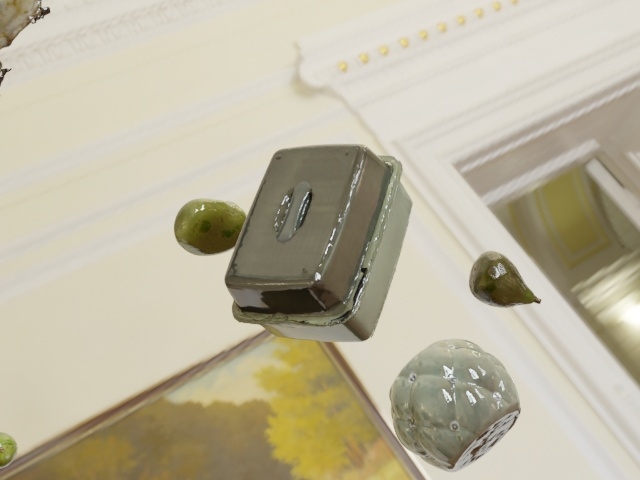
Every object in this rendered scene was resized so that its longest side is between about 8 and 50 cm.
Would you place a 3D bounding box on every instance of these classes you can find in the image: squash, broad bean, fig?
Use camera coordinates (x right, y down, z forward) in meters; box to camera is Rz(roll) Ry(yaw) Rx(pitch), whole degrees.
[{"bbox_3d":[-0.599,0.385,1.686,0.066,0.066,0.201,-20,-5,-38],"label":"squash"},{"bbox_3d":[-0.218,-0.028,1.852,0.174,0.082,0.124,1,-63,-45],"label":"broad bean"},{"bbox_3d":[0.402,0.103,2.034,0.177,0.117,0.117,33,-64,-23],"label":"fig"}]

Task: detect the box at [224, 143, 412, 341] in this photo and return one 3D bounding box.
[{"bbox_3d":[0.000,0.000,1.358,0.166,0.220,0.290,48,-129,-45],"label":"box"}]

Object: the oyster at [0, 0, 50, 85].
[{"bbox_3d":[-0.541,-0.341,1.476,0.198,0.133,0.337,6,-77,-33],"label":"oyster"}]

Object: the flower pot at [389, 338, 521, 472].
[{"bbox_3d":[0.248,0.305,1.751,0.246,0.195,0.246,-32,-28,-19],"label":"flower pot"}]
